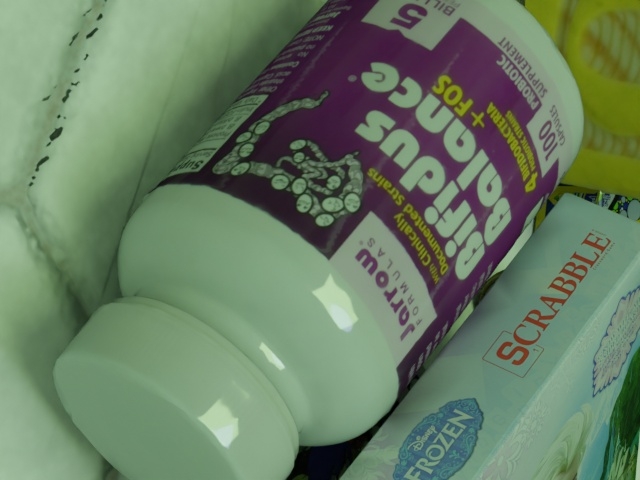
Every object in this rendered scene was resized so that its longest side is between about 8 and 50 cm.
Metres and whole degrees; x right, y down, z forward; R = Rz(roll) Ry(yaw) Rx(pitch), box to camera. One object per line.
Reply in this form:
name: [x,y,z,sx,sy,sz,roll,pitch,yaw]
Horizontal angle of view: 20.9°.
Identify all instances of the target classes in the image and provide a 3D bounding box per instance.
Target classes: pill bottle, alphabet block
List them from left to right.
pill bottle: [0.000,0.000,0.922,0.301,0.169,0.169,-51,128,-29]
alphabet block: [0.262,-0.124,1.153,0.197,0.192,0.193,-1,101,-45]

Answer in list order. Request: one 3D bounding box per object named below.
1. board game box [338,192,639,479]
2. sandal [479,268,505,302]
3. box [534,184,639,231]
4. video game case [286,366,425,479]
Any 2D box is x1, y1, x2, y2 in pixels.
board game box: [0.090,0.188,1.021,0.319,0.066,0.318,-49,150,-31]
sandal: [0.163,0.084,1.186,0.180,0.072,0.049,62,32,-26]
box: [0.223,-0.004,1.235,0.169,0.054,0.059,4,92,-46]
video game case: [-0.002,0.171,1.031,0.232,0.042,0.210,-50,129,-30]
